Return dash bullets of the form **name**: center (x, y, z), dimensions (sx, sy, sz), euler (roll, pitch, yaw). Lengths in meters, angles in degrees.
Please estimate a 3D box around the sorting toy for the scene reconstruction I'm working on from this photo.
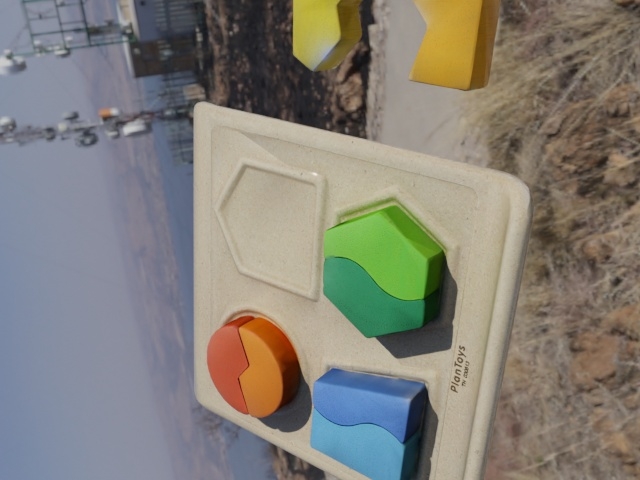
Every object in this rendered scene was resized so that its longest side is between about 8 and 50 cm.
- **sorting toy**: center (0.000, 0.000, 0.391), dimensions (0.229, 0.041, 0.307), euler (21, 117, 35)
